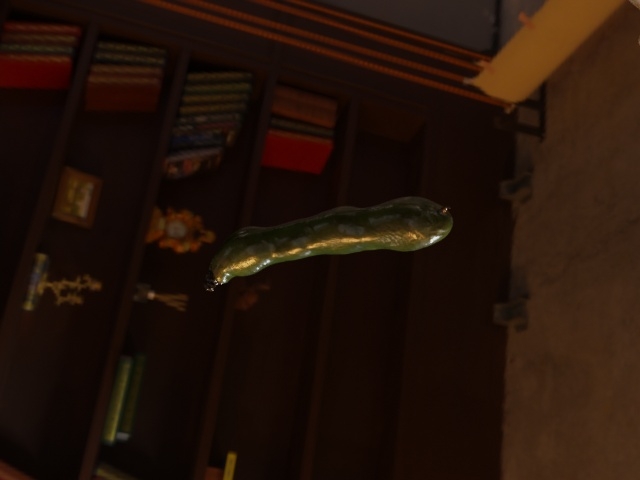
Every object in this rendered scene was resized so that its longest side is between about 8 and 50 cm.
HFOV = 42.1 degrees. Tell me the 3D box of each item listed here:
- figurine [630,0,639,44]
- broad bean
[{"bbox_3d":[0.311,-0.302,0.721,0.182,0.144,0.257,-150,-125,-86],"label":"figurine"},{"bbox_3d":[0.000,-0.001,0.778,0.052,0.256,0.053,44,38,-58],"label":"broad bean"}]
